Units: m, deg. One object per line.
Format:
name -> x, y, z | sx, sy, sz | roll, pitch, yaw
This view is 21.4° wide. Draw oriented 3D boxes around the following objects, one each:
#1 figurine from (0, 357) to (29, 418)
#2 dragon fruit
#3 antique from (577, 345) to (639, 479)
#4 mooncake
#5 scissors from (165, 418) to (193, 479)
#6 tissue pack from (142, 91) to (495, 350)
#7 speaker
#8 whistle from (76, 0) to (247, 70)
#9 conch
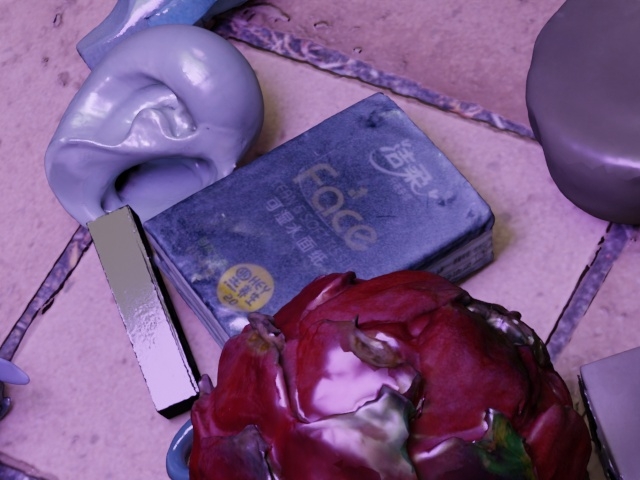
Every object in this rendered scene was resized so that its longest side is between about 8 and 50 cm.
figurine -> -0.343, 0.151, 1.485 | 0.128, 0.184, 0.208 | 13, 108, 24
dragon fruit -> 0.047, 0.179, 1.270 | 0.329, 0.329, 0.329 | -7, 59, 12
antique -> 0.290, 0.168, 1.299 | 0.148, 0.146, 0.152 | -19, 57, 2
mooncake -> 0.310, -0.126, 1.473 | 0.275, 0.135, 0.275 | -9, 56, 14
scissors -> 0.002, 0.145, 1.456 | 0.289, 0.041, 0.138 | -34, 50, -4
tissue pack -> 0.000, 0.000, 1.494 | 0.257, 0.081, 0.185 | -30, 59, -16
speaker -> -0.156, 0.064, 1.524 | 0.046, 0.040, 0.191 | -24, 72, 2
whistle -> -0.126, -0.259, 1.703 | 0.274, 0.093, 0.186 | -35, 30, -3
conch -> -0.150, -0.098, 1.594 | 0.221, 0.121, 0.185 | -35, 68, 14
